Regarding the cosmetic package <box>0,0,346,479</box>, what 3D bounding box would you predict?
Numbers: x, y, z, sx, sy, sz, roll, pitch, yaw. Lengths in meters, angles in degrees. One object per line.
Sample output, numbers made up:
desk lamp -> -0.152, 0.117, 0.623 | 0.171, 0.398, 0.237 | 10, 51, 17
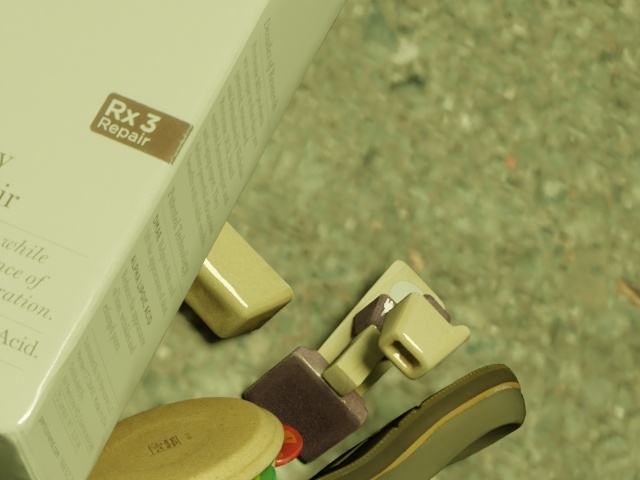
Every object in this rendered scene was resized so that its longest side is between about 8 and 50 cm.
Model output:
cosmetic package -> -0.086, -0.039, 0.567 | 0.117, 0.085, 0.231 | 20, 66, 12

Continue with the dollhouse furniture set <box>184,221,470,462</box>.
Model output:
dollhouse furniture set -> 0.000, 0.000, 0.621 | 0.114, 0.091, 0.081 | 46, 48, -1

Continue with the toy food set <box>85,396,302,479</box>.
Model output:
toy food set -> -0.048, 0.076, 0.574 | 0.082, 0.083, 0.020 | -25, 109, -27

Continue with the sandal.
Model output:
sandal -> -0.007, 0.114, 0.579 | 0.219, 0.090, 0.060 | -28, 84, -34
